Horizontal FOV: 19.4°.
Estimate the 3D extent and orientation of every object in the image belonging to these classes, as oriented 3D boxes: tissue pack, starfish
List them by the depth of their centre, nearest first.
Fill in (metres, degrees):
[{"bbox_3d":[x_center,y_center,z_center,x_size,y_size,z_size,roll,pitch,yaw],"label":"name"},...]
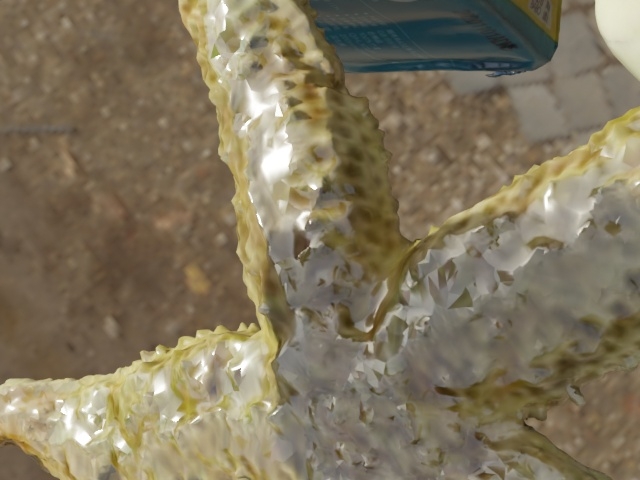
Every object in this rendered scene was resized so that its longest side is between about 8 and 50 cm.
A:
[{"bbox_3d":[0.000,0.000,0.786,0.432,0.082,0.324,12,100,41],"label":"starfish"},{"bbox_3d":[0.010,-0.202,1.099,0.192,0.134,0.271,0,164,30],"label":"tissue pack"}]

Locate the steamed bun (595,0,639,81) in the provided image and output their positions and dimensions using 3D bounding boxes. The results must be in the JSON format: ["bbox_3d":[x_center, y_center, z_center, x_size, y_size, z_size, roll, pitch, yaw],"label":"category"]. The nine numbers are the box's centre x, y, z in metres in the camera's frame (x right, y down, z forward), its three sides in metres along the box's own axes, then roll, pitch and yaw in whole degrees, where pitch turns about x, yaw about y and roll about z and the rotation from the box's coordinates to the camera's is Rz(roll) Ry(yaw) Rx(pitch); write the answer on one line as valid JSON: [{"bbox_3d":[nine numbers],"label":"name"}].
[{"bbox_3d":[0.182,-0.067,0.347,0.200,0.155,0.250,35,163,-12],"label":"steamed bun"}]
